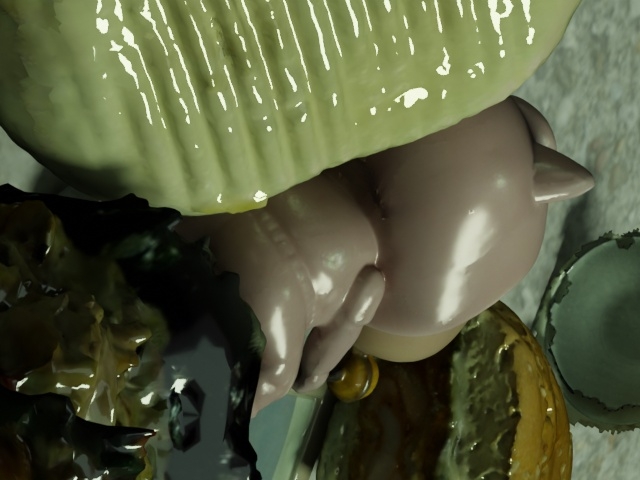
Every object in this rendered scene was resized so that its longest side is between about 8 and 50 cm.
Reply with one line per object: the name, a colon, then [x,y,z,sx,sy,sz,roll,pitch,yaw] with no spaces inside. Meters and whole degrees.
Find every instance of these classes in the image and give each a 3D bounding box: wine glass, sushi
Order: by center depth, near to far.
sushi: [-0.150,0.096,0.887,0.219,0.238,0.225,-62,132,-64]
wine glass: [0.292,0.089,1.445,0.321,0.143,0.143,15,95,-50]

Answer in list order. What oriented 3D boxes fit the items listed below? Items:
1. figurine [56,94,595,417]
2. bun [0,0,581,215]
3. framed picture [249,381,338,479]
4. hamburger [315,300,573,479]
figurine: [0.000,0.000,1.105,0.287,0.176,0.186,-29,143,-28]
bun: [-0.035,-0.185,0.931,0.361,0.213,0.361,-12,130,-14]
framed picture: [-0.104,0.201,1.163,0.213,0.016,0.289,17,94,-48]
hamburger: [0.111,0.119,1.262,0.208,0.135,0.155,25,83,-56]
